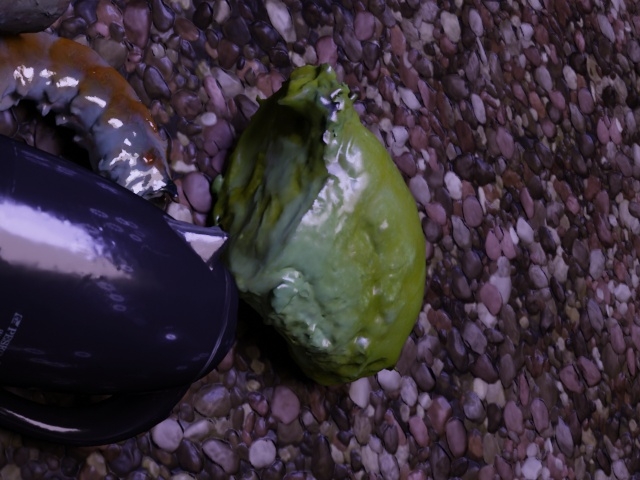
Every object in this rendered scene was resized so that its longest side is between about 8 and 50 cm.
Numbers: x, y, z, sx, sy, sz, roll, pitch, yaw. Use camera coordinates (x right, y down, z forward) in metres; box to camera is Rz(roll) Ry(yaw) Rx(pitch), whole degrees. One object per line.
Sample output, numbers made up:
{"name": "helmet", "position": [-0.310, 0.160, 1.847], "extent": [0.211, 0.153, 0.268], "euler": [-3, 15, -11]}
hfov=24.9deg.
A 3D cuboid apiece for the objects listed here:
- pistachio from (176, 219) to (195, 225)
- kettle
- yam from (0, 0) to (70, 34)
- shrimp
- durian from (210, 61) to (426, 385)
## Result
{"name": "pistachio", "position": [-0.171, 0.050, 1.460], "extent": [0.108, 0.126, 0.185], "euler": [24, 52, 8]}
{"name": "kettle", "position": [-0.223, 0.067, 1.303], "extent": [0.290, 0.268, 0.207], "euler": [20, 25, -28]}
{"name": "yam", "position": [-0.367, -0.262, 1.305], "extent": [0.268, 0.161, 0.161], "euler": [-10, 84, -48]}
{"name": "shrimp", "position": [-0.271, -0.127, 1.417], "extent": [0.287, 0.068, 0.185], "euler": [11, 56, -38]}
{"name": "durian", "position": [0.000, 0.000, 1.607], "extent": [0.340, 0.204, 0.256], "euler": [51, 59, -35]}
